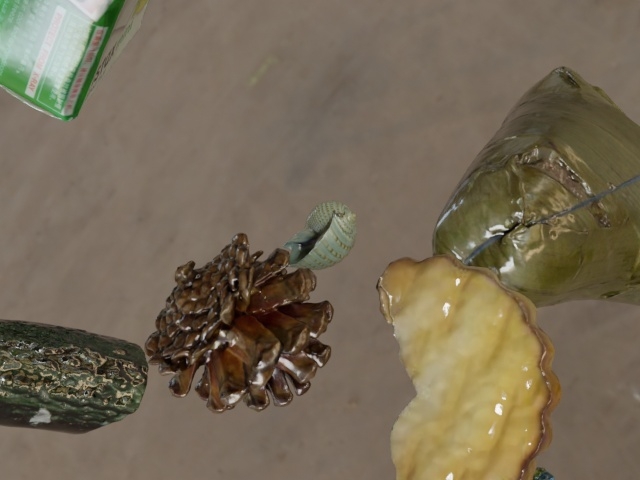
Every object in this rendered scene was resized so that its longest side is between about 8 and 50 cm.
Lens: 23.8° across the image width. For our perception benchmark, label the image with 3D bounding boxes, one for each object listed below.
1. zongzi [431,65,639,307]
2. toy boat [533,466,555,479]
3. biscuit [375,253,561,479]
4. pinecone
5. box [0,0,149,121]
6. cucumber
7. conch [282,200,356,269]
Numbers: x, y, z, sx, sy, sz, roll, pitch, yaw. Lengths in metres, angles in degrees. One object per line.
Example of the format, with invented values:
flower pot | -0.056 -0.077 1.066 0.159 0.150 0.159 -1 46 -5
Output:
zongzi | 0.313 0.028 1.623 0.174 0.393 0.356 -43 1 37
toy boat | 0.235 0.271 1.586 0.060 0.061 0.137 -28 20 -13
biscuit | 0.102 0.100 1.006 0.118 0.061 0.183 -4 81 18
pinecone | -0.074 0.088 1.479 0.179 0.195 0.150 -43 63 19
box | -0.173 -0.233 1.190 0.250 0.103 0.180 -59 4 42
cucumber | -0.239 0.084 1.017 0.074 0.241 0.074 -30 55 55
conch | 0.004 0.001 1.563 0.085 0.056 0.076 -49 18 27
